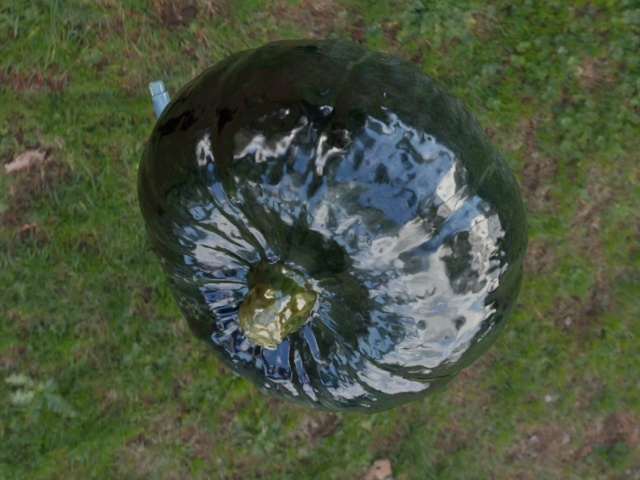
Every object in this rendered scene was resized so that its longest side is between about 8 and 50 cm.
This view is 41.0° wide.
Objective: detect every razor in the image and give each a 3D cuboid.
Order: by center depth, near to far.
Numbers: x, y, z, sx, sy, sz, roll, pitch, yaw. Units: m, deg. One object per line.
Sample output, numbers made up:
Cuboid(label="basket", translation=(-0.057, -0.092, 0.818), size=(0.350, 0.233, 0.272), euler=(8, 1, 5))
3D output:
Cuboid(label="razor", translation=(-0.148, -0.097, 0.877), size=(0.068, 0.040, 0.135), euler=(-23, 104, -30))

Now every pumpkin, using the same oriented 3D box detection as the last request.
Cuboid(label="pumpkin", translation=(0.001, -0.002, 0.457), size=(0.211, 0.152, 0.212), euler=(9, 115, 20))
